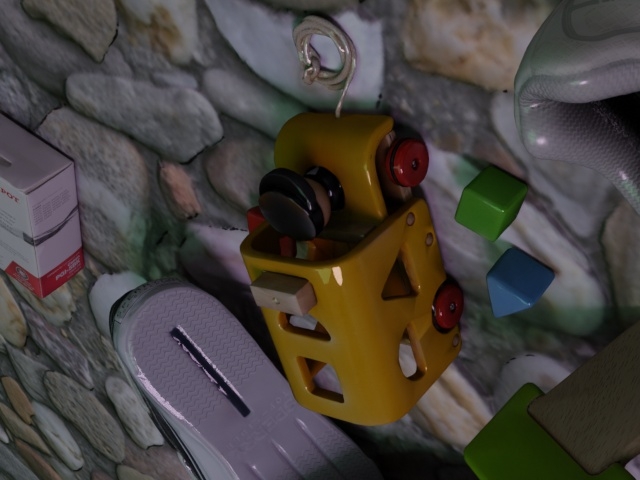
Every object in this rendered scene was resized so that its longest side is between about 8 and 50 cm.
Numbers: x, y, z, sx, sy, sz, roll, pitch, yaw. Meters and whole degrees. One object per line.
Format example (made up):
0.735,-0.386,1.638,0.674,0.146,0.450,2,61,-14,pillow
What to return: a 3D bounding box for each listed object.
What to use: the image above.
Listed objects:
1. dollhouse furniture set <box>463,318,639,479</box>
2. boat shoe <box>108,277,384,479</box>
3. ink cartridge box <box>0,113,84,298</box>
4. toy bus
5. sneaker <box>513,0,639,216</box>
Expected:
0.239,0.195,0.479,0.301,0.151,0.197,51,178,-29,dollhouse furniture set
-0.047,0.162,0.735,0.335,0.121,0.119,59,164,-14,boat shoe
-0.264,-0.030,0.809,0.099,0.056,0.135,33,140,19,ink cartridge box
0.007,0.011,0.536,0.202,0.104,0.191,42,142,8,toy bus
0.197,-0.001,0.331,0.292,0.118,0.110,36,139,13,sneaker
